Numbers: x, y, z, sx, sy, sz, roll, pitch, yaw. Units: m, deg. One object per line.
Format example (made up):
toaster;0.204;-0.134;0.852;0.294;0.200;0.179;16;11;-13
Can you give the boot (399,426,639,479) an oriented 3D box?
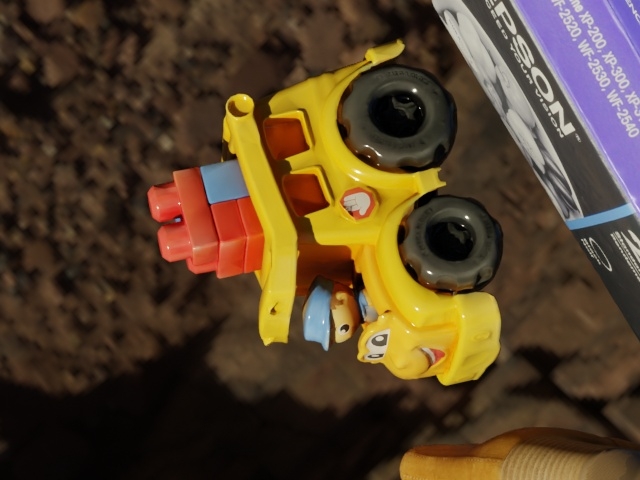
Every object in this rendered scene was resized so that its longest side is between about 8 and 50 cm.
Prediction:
boot;0.217;0.188;1.344;0.295;0.211;0.104;23;77;-26

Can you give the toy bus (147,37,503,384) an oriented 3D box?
toy bus;0.000;0.000;1.333;0.211;0.220;0.149;-15;157;-13

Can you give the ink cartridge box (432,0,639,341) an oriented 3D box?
ink cartridge box;0.128;-0.045;0.869;0.045;0.206;0.208;-31;179;-6
